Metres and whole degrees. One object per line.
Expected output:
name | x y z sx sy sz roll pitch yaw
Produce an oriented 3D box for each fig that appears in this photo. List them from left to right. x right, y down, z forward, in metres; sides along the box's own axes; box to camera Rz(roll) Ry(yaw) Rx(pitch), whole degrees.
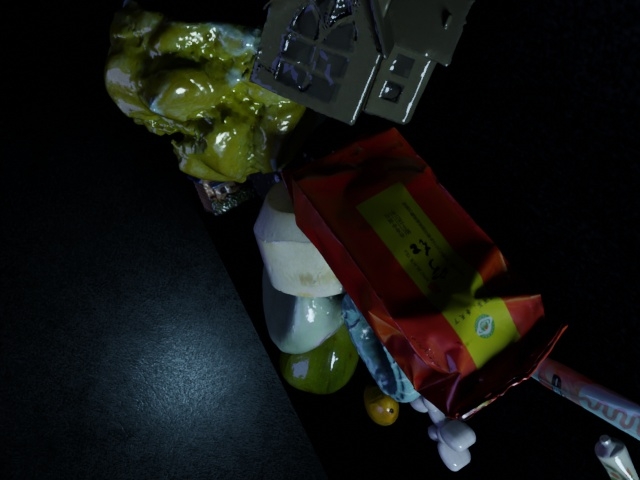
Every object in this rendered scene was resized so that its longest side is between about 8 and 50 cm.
fig | 0.001 0.264 1.553 0.203 0.203 0.225 42 132 49

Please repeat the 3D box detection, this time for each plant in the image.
plant | -0.081 -0.154 1.283 0.194 0.132 0.129 33 142 50

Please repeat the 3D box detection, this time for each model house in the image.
model house | -0.242 -0.182 1.606 0.166 0.183 0.172 18 133 65
model house | 0.061 -0.272 0.670 0.204 0.211 0.243 22 122 0

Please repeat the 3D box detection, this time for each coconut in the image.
coconut | 0.001 -0.002 1.125 0.241 0.241 0.241 53 160 29

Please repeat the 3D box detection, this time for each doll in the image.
doll | 0.236 0.356 1.227 0.160 0.059 0.161 48 158 37

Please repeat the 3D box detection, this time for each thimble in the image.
thimble | 0.143 0.159 1.068 0.198 0.143 0.235 38 149 56

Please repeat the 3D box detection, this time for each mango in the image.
mango | 0.146 0.401 1.523 0.190 0.075 0.098 150 109 -76

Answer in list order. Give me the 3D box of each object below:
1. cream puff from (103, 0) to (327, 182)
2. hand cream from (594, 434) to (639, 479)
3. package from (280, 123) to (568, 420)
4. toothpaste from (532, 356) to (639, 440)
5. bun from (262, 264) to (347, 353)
cream puff | -0.170 -0.244 1.031 0.378 0.378 0.275 45 133 46
hand cream | 0.388 0.312 0.786 0.165 0.037 0.057 61 164 -14
package | 0.125 0.028 0.845 0.423 0.196 0.123 53 164 27
toothpaste | 0.336 0.192 0.750 0.205 0.036 0.056 28 139 55
bun | -0.009 0.104 1.365 0.293 0.187 0.293 -177 90 -70
